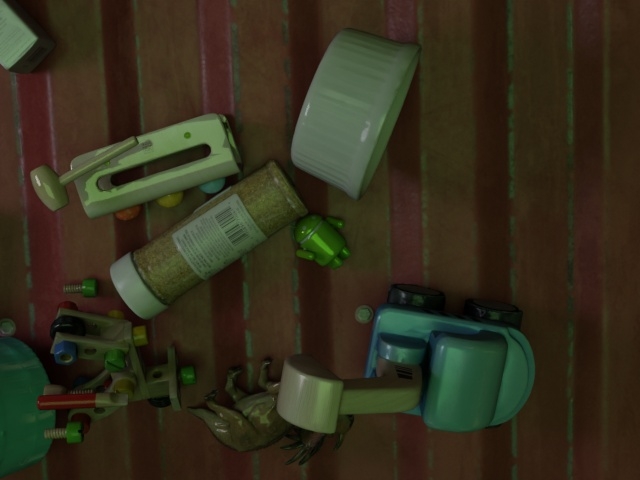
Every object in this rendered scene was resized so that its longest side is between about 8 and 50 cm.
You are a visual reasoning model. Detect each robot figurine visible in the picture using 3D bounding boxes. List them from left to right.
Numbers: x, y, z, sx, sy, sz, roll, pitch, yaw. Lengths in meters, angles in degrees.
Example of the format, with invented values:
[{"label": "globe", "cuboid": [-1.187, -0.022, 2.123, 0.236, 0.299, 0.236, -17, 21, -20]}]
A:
[{"label": "robot figurine", "cuboid": [0.000, 0.000, 1.645, 0.115, 0.067, 0.101, 45, 68, -5]}]

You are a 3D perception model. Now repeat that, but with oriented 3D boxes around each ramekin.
[{"label": "ramekin", "cuboid": [0.055, -0.217, 1.520, 0.135, 0.277, 0.277, 22, 97, 5]}]

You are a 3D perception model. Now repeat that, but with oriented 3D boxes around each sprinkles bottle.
[{"label": "sprinkles bottle", "cuboid": [-0.196, -0.002, 1.617, 0.355, 0.121, 0.121, -33, 97, 4]}]

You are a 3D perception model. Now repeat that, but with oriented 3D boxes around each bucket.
[{"label": "bucket", "cuboid": [-0.604, 0.297, 1.571, 0.281, 0.183, 0.281, 5, 99, 37]}]

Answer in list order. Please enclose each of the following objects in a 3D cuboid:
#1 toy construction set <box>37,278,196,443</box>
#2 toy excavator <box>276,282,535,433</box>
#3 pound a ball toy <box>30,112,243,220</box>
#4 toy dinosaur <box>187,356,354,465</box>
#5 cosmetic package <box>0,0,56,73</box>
[{"label": "toy construction set", "cuboid": [-0.337, 0.228, 1.570, 0.237, 0.309, 0.257, -2, 106, -5]}, {"label": "toy excavator", "cuboid": [0.155, 0.215, 1.484, 0.433, 0.445, 0.222, 10, 97, -2]}, {"label": "pound a ball toy", "cuboid": [-0.302, -0.110, 1.558, 0.319, 0.208, 0.135, -18, 97, 1]}, {"label": "toy dinosaur", "cuboid": [-0.099, 0.333, 1.666, 0.296, 0.127, 0.200, -16, 104, 7]}, {"label": "cosmetic package", "cuboid": [-0.574, -0.400, 1.564, 0.085, 0.117, 0.231, -44, 95, 4]}]
